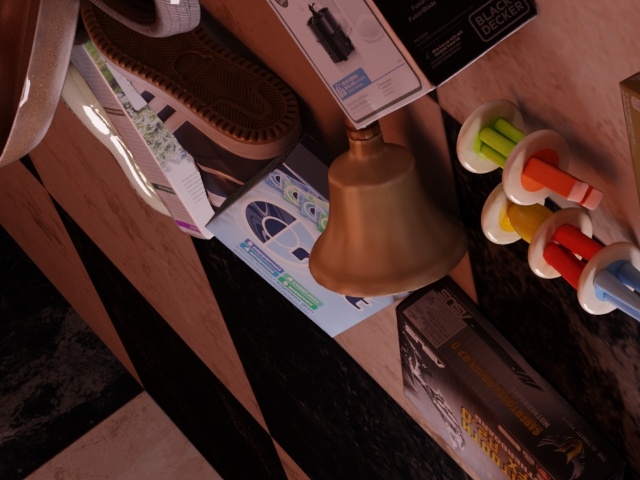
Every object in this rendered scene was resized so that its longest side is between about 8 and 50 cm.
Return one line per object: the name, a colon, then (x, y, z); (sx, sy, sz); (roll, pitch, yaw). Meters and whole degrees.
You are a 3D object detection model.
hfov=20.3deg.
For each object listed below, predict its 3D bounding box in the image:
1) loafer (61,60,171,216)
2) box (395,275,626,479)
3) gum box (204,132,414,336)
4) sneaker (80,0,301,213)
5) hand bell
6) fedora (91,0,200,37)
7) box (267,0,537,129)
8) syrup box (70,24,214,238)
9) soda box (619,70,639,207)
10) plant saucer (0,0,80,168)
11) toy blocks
loafer: (-0.180, -0.121, 1.886); (0.268, 0.092, 0.102); (47, -158, -43)
box: (0.159, 0.159, 1.531); (0.231, 0.056, 0.183); (48, 164, 24)
gum box: (0.000, 0.000, 1.532); (0.157, 0.041, 0.184); (41, 151, -8)
sneaker: (-0.116, -0.127, 1.653); (0.282, 0.099, 0.153); (41, 159, 31)
hand bell: (0.031, -0.092, 1.323); (0.126, 0.126, 0.242); (35, 143, 52)
fedora: (-0.167, -0.288, 1.385); (0.275, 0.124, 0.244); (39, 164, 19)
box: (-0.005, -0.220, 1.108); (0.290, 0.087, 0.169); (55, 165, -6)
syrup box: (-0.150, -0.124, 1.777); (0.237, 0.093, 0.096); (58, 165, -18)
soda box: (0.207, -0.010, 0.926); (0.058, 0.061, 0.181); (41, 154, 51)
plant saucer: (-0.288, -0.218, 1.784); (0.310, 0.050, 0.310); (-172, 90, -71)
toy blocks: (0.159, -0.013, 1.135); (0.148, 0.054, 0.123); (39, 160, 44)
